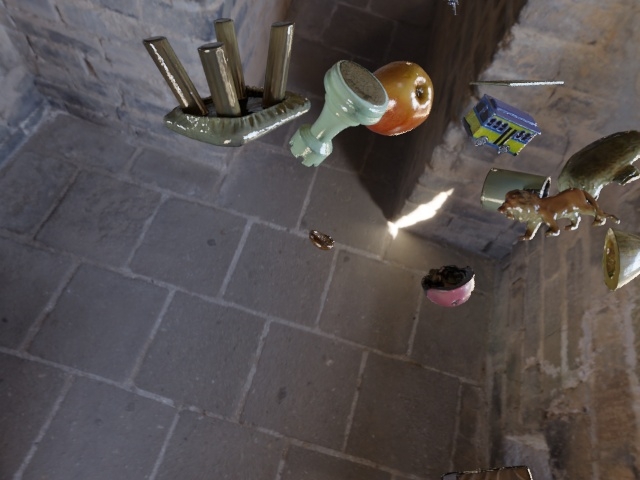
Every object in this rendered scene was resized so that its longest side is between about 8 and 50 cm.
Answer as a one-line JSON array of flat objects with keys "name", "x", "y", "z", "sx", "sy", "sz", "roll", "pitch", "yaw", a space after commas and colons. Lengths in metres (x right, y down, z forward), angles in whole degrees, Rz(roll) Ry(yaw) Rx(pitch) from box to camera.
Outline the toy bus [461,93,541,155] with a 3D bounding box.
[{"name": "toy bus", "x": 0.772, "y": -0.488, "z": 1.834, "sx": 0.288, "sy": 0.175, "sz": 0.138, "roll": 12, "pitch": 50, "yaw": -25}]

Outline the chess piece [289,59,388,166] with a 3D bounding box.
[{"name": "chess piece", "x": 0.033, "y": -0.349, "z": 1.245, "sx": 0.195, "sy": 0.299, "sz": 0.194, "roll": 22, "pitch": 49, "yaw": -27}]

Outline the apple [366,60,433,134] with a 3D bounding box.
[{"name": "apple", "x": 0.260, "y": -0.473, "z": 1.447, "sx": 0.242, "sy": 0.241, "sz": 0.241, "roll": 0, "pitch": 90, "yaw": -31}]

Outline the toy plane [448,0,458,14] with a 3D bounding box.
[{"name": "toy plane", "x": 0.320, "y": -0.584, "z": 1.028, "sx": 0.031, "sy": 0.078, "sz": 0.083, "roll": -6, "pitch": 24, "yaw": 2}]

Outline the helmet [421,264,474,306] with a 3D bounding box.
[{"name": "helmet", "x": 0.526, "y": 0.196, "z": 1.738, "sx": 0.198, "sy": 0.253, "sz": 0.154, "roll": -28, "pitch": 110, "yaw": -8}]

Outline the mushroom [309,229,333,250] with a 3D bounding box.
[{"name": "mushroom", "x": 0.000, "y": 0.000, "z": 1.785, "sx": 0.123, "sy": 0.123, "sz": 0.052, "roll": 34, "pitch": 106, "yaw": 7}]

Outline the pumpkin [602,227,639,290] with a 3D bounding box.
[{"name": "pumpkin", "x": 1.031, "y": 0.060, "z": 1.445, "sx": 0.110, "sy": 0.217, "sz": 0.217, "roll": -6, "pitch": 63, "yaw": 17}]

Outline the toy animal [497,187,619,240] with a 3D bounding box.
[{"name": "toy animal", "x": 0.670, "y": -0.091, "z": 1.235, "sx": 0.313, "sy": 0.097, "sz": 0.157, "roll": -12, "pitch": 91, "yaw": 0}]

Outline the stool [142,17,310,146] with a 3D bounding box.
[{"name": "stool", "x": -0.222, "y": -0.399, "z": 1.055, "sx": 0.310, "sy": 0.226, "sz": 0.310, "roll": 23, "pitch": 46, "yaw": 32}]

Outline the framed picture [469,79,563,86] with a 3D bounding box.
[{"name": "framed picture", "x": 0.625, "y": -0.505, "z": 1.368, "sx": 0.232, "sy": 0.010, "sz": 0.173, "roll": -10, "pitch": 24, "yaw": -21}]

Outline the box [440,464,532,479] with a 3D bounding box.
[{"name": "box", "x": 0.535, "y": 0.820, "z": 1.345, "sx": 0.253, "sy": 0.153, "sz": 0.188, "roll": -2, "pitch": 58, "yaw": -2}]

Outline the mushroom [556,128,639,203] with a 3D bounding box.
[{"name": "mushroom", "x": 0.939, "y": -0.251, "z": 1.406, "sx": 0.344, "sy": 0.247, "sz": 0.130, "roll": -35, "pitch": 105, "yaw": 13}]

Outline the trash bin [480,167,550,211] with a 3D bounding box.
[{"name": "trash bin", "x": 0.948, "y": -0.229, "z": 2.080, "sx": 0.263, "sy": 0.277, "sz": 0.217, "roll": 17, "pitch": 97, "yaw": 33}]
